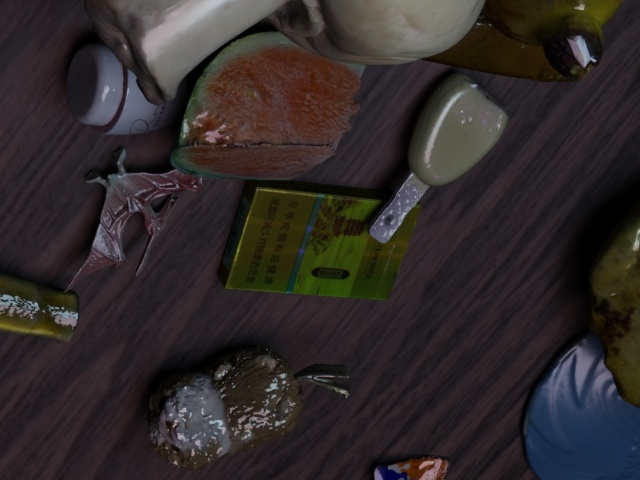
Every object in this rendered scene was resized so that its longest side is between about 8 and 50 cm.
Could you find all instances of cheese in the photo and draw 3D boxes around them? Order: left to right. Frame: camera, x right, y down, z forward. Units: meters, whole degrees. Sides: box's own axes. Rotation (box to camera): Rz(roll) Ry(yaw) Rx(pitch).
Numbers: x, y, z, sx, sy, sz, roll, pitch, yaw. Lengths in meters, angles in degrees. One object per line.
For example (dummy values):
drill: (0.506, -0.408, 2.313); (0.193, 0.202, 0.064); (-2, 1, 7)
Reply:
cheese: (0.113, -0.079, 1.744); (0.097, 0.037, 0.192); (35, 93, -36)

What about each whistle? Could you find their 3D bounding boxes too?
whistle: (-0.386, 0.043, 1.608); (0.326, 0.057, 0.068); (15, 114, -30)

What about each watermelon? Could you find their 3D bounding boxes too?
watermelon: (-0.074, -0.111, 1.621); (0.231, 0.128, 0.146); (-1, 154, -37)

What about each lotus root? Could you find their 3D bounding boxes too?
lotus root: (0.201, -0.283, 1.538); (0.169, 0.314, 0.141); (-22, 160, 36)

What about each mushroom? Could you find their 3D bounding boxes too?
mushroom: (-0.028, -0.247, 1.421); (0.336, 0.314, 0.314); (-37, 129, -10)

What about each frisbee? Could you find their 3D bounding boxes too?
frisbee: (0.383, 0.209, 2.059); (0.290, 0.049, 0.289); (-11, 125, -17)

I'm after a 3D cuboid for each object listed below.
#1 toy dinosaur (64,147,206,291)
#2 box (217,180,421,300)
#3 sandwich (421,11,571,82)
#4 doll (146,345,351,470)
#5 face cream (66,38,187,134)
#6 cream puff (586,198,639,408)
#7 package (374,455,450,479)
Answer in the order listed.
toy dinosaur: (-0.181, -0.035, 1.661); (0.220, 0.032, 0.108); (-44, 126, 1)
box: (0.000, 0.000, 1.768); (0.193, 0.030, 0.121); (5, 119, -27)
sandwich: (0.152, -0.223, 1.648); (0.245, 0.090, 0.088); (6, 135, -24)
doll: (-0.079, 0.166, 1.793); (0.221, 0.105, 0.115); (-24, 164, -8)
face cream: (-0.178, -0.141, 1.561); (0.095, 0.091, 0.091); (3, 120, -35)
cream puff: (0.470, 0.054, 1.890); (0.257, 0.291, 0.324); (-31, 156, -56)
package: (0.100, 0.291, 2.002); (0.111, 0.033, 0.077); (2, 97, -40)
